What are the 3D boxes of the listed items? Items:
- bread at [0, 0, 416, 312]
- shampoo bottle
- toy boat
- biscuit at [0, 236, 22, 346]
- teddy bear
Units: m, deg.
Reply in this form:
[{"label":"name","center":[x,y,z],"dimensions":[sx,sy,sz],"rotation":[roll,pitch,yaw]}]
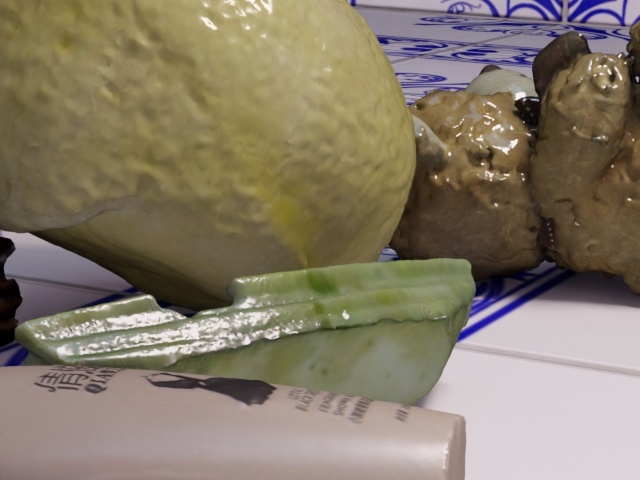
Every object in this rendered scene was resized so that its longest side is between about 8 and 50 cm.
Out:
[{"label":"bread","center":[-0.089,-0.089,1.164],"dimensions":[0.320,0.237,0.320],"rotation":[26,3,-2]},{"label":"shampoo bottle","center":[-0.070,0.094,0.801],"dimensions":[0.256,0.078,0.127],"rotation":[3,13,10]},{"label":"toy boat","center":[-0.018,0.057,0.961],"dimensions":[0.293,0.093,0.055],"rotation":[-9,34,-40]},{"label":"biscuit","center":[-0.285,0.036,1.062],"dimensions":[0.106,0.070,0.252],"rotation":[14,16,41]},{"label":"teddy bear","center":[0.154,-0.043,1.309],"dimensions":[0.256,0.156,0.267],"rotation":[5,-27,14]}]
